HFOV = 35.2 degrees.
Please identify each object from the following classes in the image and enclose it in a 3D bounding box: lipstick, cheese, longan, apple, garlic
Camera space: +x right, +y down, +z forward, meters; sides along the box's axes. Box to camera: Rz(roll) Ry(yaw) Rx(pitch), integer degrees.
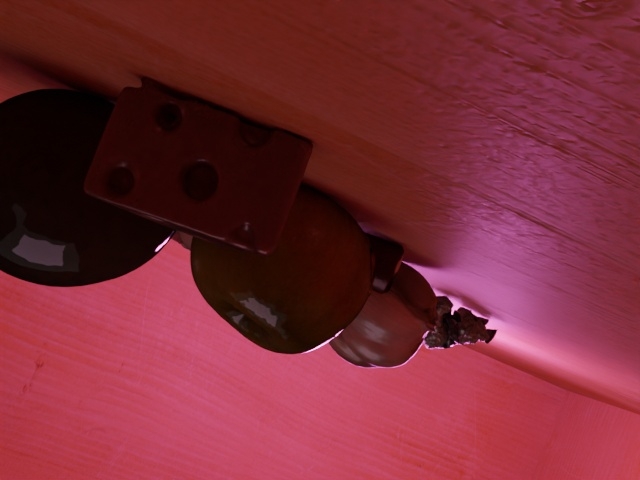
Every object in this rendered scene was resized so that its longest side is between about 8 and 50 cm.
[{"bbox_3d":[0.000,0.000,1.467,0.241,0.080,0.080,23,175,1],"label":"lipstick"},{"bbox_3d":[-0.105,-0.063,1.033,0.203,0.128,0.177,18,176,10],"label":"cheese"},{"bbox_3d":[-0.310,-0.064,1.247,0.300,0.243,0.300,20,-164,-6],"label":"longan"},{"bbox_3d":[-0.051,0.032,1.307,0.261,0.194,0.261,31,162,12],"label":"apple"},{"bbox_3d":[0.075,0.116,1.637,0.203,0.184,0.281,40,-162,4],"label":"garlic"}]

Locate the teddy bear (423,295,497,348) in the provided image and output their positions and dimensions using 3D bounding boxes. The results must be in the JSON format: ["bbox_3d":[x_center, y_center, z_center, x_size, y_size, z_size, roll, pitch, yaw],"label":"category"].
[{"bbox_3d":[0.260,0.179,2.052,0.213,0.111,0.133,27,177,-34],"label":"teddy bear"}]

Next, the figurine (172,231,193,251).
[{"bbox_3d":[-0.226,-0.045,1.822,0.155,0.127,0.235,14,-172,-44],"label":"figurine"}]
